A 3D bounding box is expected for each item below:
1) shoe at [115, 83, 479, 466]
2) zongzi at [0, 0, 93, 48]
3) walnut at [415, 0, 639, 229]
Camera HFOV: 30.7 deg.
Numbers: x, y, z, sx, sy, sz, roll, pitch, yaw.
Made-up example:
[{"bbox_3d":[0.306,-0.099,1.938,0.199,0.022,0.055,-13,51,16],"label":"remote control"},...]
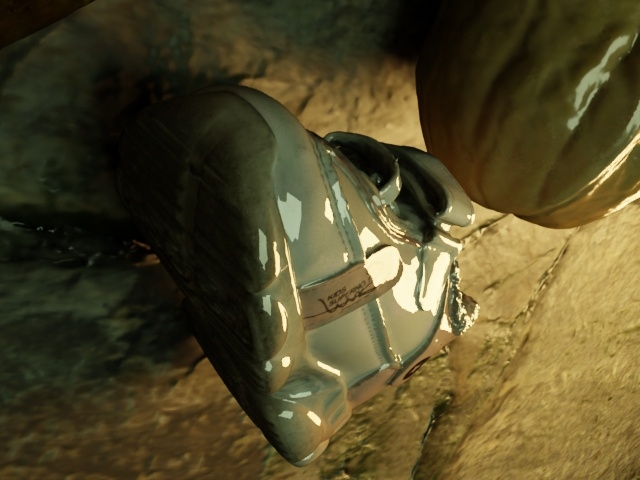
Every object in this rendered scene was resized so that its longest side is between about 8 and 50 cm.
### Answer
[{"bbox_3d":[-0.002,-0.002,0.774,0.198,0.172,0.351,-35,154,-14],"label":"shoe"},{"bbox_3d":[-0.206,-0.235,0.347,0.403,0.208,0.432,-34,124,-14],"label":"zongzi"},{"bbox_3d":[0.189,-0.138,0.879,0.225,0.225,0.261,12,109,-55],"label":"walnut"}]
